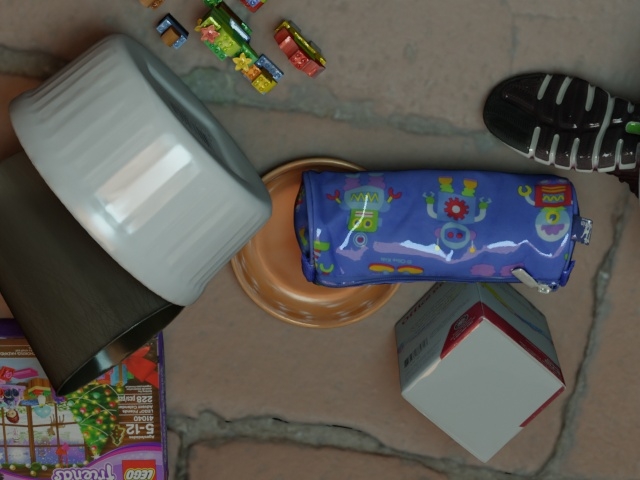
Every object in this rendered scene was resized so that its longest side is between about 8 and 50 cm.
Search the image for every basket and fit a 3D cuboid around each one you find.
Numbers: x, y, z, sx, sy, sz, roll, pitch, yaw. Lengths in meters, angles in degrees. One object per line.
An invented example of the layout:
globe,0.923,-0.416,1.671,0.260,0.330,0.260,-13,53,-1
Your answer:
basket,-0.273,0.024,1.872,0.227,0.154,0.204,54,142,7

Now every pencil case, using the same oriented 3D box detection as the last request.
pencil case,0.124,-0.007,1.851,0.306,0.133,0.119,1,150,1

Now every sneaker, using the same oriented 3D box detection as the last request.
sneaker,0.313,-0.081,1.877,0.281,0.106,0.162,14,155,22

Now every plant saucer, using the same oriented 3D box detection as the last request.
plant saucer,0.000,0.000,1.945,0.200,0.037,0.200,1,112,2

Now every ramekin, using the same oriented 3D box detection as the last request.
ramekin,-0.174,-0.080,1.799,0.135,0.277,0.277,-40,105,7

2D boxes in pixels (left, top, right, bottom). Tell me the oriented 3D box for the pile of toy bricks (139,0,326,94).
pile of toy bricks,-0.101,-0.220,1.825,0.118,0.105,0.212,-42,104,16

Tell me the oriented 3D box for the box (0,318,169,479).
box,-0.322,0.190,2.014,0.293,0.057,0.200,-1,112,1

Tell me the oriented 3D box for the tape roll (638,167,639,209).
tape roll,0.500,-0.073,1.757,0.392,0.072,0.392,-6,108,-19

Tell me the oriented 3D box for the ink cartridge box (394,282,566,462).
ink cartridge box,0.169,0.123,1.915,0.127,0.176,0.128,39,108,-15
